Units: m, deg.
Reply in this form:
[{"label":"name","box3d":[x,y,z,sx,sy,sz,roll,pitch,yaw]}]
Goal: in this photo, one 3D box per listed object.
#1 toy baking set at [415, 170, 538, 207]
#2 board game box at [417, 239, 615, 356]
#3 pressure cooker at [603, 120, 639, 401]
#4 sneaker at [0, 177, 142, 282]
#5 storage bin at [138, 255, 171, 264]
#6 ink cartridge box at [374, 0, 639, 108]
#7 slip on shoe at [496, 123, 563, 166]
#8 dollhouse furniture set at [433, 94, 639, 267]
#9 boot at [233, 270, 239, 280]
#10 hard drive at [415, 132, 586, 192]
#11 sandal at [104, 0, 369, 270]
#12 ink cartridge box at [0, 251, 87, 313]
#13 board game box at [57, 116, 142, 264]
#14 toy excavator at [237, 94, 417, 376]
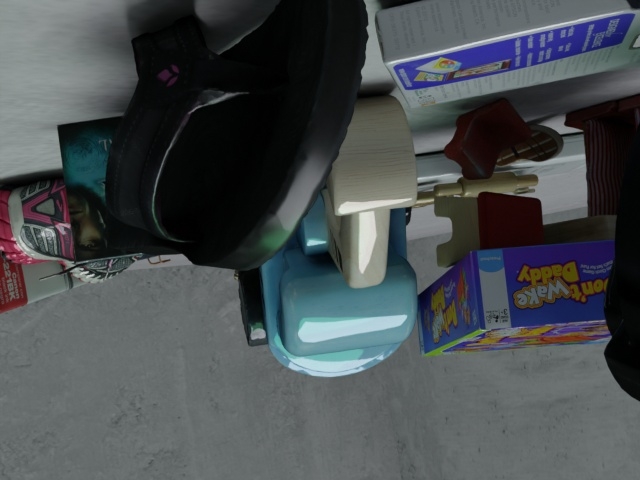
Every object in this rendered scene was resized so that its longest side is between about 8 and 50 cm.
[{"label":"toy baking set","box3d":[0.224,-0.076,1.596,0.256,0.030,0.197,-7,179,-16]},{"label":"board game box","box3d":[0.247,0.068,1.184,0.233,0.078,0.347,-4,170,-4]},{"label":"pressure cooker","box3d":[0.405,-0.001,0.725,0.370,0.375,0.420,-13,-159,-31]},{"label":"sneaker","box3d":[-0.277,-0.012,1.330,0.112,0.120,0.299,-11,175,17]},{"label":"storage bin","box3d":[-0.232,-0.019,1.622,0.091,0.098,0.135,-19,-176,-40]},{"label":"ink cartridge box","box3d":[0.154,-0.146,0.783,0.208,0.045,0.206,-9,177,9]},{"label":"slip on shoe","box3d":[0.271,-0.125,1.400,0.041,0.051,0.135,-31,-174,-25]},{"label":"dollhouse furniture set","box3d":[0.300,-0.071,1.220,0.374,0.201,0.152,4,169,-43]},{"label":"boot","box3d":[0.000,0.000,1.949,0.284,0.138,0.377,7,-156,0]},{"label":"hard drive","box3d":[0.258,-0.112,1.621,0.308,0.040,0.203,-8,176,-5]},{"label":"sandal","box3d":[-0.101,-0.061,0.732,0.107,0.167,0.446,13,168,-23]},{"label":"ink cartridge box","box3d":[-0.423,0.028,1.372,0.197,0.114,0.273,-9,-174,18]},{"label":"board game box","box3d":[-0.133,-0.052,0.967,0.186,0.126,0.026,-9,176,0]},{"label":"toy excavator","box3d":[0.030,0.006,1.233,0.222,0.432,0.445,-8,-156,-9]}]
